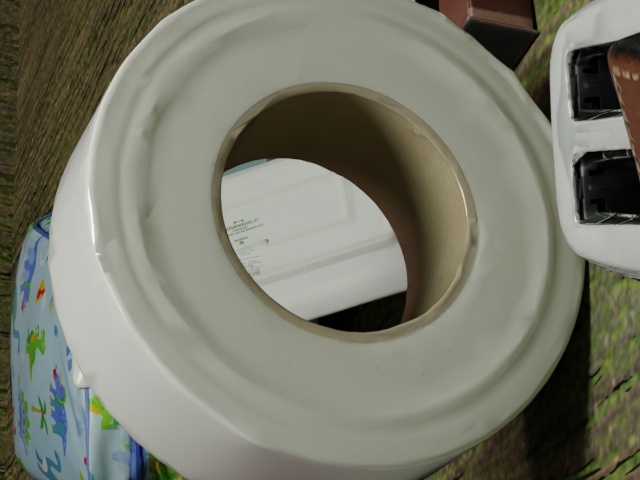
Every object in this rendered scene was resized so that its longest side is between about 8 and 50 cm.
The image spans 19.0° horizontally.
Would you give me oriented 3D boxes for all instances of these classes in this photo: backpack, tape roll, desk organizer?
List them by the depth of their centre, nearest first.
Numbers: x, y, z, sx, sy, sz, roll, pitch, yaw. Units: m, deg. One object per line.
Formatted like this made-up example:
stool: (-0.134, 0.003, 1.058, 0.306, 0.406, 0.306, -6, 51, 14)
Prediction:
tape roll: (0.000, 0.000, 1.049, 0.100, 0.286, 0.286, 131, 142, -61)
desk organizer: (0.088, -0.115, 1.205, 0.130, 0.047, 0.050, 122, 152, -52)
backpack: (-0.126, 0.095, 1.493, 0.355, 0.273, 0.290, 14, 100, 50)

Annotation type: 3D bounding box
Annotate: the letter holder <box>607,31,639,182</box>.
letter holder: (0.221, 0.047, 0.449, 0.302, 0.152, 0.214, -146, 38, -69)

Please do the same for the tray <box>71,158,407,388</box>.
tray: (-0.052, 0.001, 1.293, 0.030, 0.270, 0.145, 58, -161, -50)

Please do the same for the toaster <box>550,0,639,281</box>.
toaster: (0.180, -0.044, 0.701, 0.227, 0.146, 0.129, -174, 81, -72)

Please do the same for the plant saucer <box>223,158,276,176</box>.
plant saucer: (-0.062, -0.129, 1.680, 0.317, 0.044, 0.317, -172, 90, -72)
